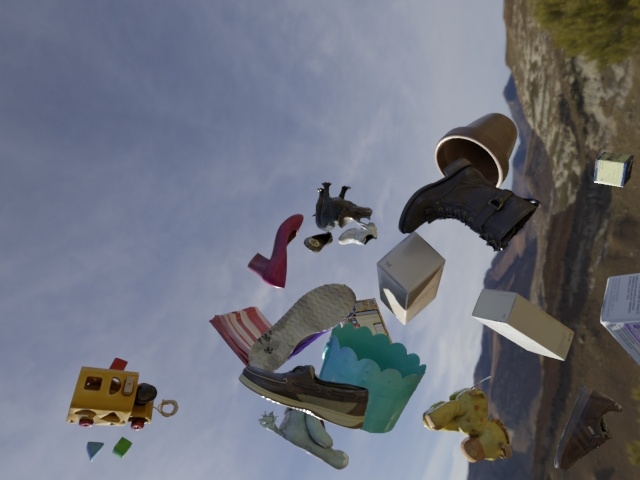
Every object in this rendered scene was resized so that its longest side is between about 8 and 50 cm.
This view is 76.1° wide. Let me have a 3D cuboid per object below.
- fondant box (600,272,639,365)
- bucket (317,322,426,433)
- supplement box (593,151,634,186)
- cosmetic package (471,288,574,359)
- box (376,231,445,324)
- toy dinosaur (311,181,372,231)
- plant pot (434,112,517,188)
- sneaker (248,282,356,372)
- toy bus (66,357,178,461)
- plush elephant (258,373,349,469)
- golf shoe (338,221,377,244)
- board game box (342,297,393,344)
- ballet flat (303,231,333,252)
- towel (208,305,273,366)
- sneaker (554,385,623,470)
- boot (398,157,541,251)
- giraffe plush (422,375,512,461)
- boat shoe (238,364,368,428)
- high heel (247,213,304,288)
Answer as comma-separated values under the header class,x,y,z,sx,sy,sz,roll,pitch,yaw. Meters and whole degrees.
class,x,y,z,sx,sy,sz,roll,pitch,yaw
fondant box,0.614,0.134,0.544,0.238,0.330,0.096,42,-119,-16
bucket,0.125,0.367,1.112,0.281,0.281,0.183,8,-74,-64
supplement box,0.912,-0.222,1.272,0.056,0.083,0.083,-36,-53,-25
cosmetic package,0.699,0.289,1.412,0.309,0.160,0.113,32,-102,-21
box,0.258,0.121,1.191,0.148,0.121,0.311,-39,-26,-8
toy dinosaur,0.028,-0.095,1.362,0.120,0.313,0.161,11,-106,-36
plant pot,0.579,-0.327,1.452,0.229,0.263,0.263,-44,-40,-20
sneaker,-0.041,0.205,1.006,0.293,0.102,0.146,-36,-10,2
toy bus,-0.421,0.329,0.864,0.202,0.191,0.104,-33,-20,-54
plush elephant,-0.038,0.602,1.472,0.330,0.271,0.256,39,-112,-23
golf shoe,0.159,-0.013,1.740,0.069,0.176,0.086,49,-158,-50
board game box,0.157,0.305,1.446,0.045,0.146,0.194,115,144,-49
ballet flat,0.000,0.000,1.723,0.058,0.084,0.249,-50,-12,19
towel,-0.247,0.353,1.529,0.037,0.237,0.329,-47,-15,11
sneaker,0.506,0.374,0.778,0.066,0.071,0.189,-16,-61,-48
boot,0.337,-0.055,0.955,0.263,0.229,0.091,-44,-32,8
giraffe plush,0.385,0.469,1.023,0.181,0.210,0.171,12,-135,-60
boat shoe,-0.018,0.168,0.474,0.056,0.152,0.049,97,-169,-82
high heel,-0.134,0.043,1.757,0.377,0.181,0.127,-53,-14,-29
